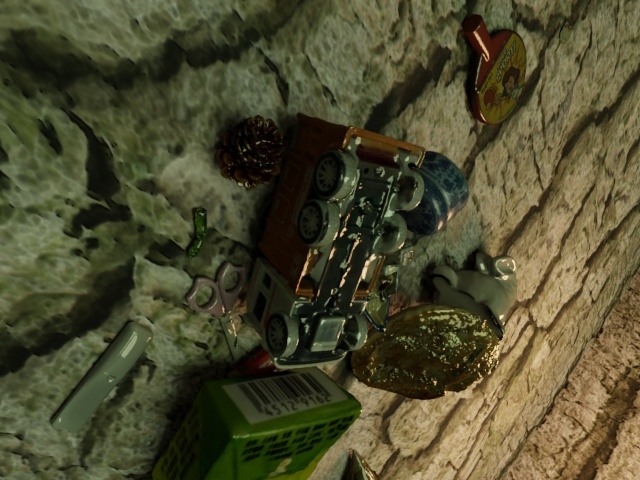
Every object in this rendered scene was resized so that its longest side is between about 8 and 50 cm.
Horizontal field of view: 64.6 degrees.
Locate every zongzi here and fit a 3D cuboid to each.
[{"bbox_3d":[0.064,0.667,1.354,0.189,0.081,0.178,-36,112,-7],"label":"zongzi"}]

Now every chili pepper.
[{"bbox_3d":[-0.187,-0.009,0.773,0.027,0.022,0.084,-39,144,-72],"label":"chili pepper"}]

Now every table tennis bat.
[{"bbox_3d":[0.383,-0.382,1.123,0.310,0.038,0.201,31,87,-51],"label":"table tennis bat"}]

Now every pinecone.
[{"bbox_3d":[-0.100,-0.133,0.735,0.102,0.102,0.109,-25,157,-33],"label":"pinecone"}]

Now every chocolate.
[{"bbox_3d":[-0.121,0.367,0.905,0.300,0.137,0.289,8,122,-45],"label":"chocolate"}]

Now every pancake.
[{"bbox_3d":[0.251,0.272,1.190,0.355,0.065,0.356,-1,132,-1],"label":"pancake"}]

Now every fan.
[{"bbox_3d":[0.624,-0.520,1.302,0.055,0.004,0.083,19,97,-48],"label":"fan"}]

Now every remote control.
[{"bbox_3d":[-0.319,0.205,0.750,0.184,0.027,0.050,-53,137,-8],"label":"remote control"}]

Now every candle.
[{"bbox_3d":[-0.119,0.236,0.944,0.130,0.052,0.052,-35,131,-27],"label":"candle"}]

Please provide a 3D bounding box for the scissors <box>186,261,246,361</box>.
[{"bbox_3d":[-0.162,0.135,0.872,0.110,0.021,0.212,-28,127,-29],"label":"scissors"}]

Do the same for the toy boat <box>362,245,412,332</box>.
[{"bbox_3d":[0.128,0.067,1.047,0.114,0.115,0.262,-15,121,-38],"label":"toy boat"}]

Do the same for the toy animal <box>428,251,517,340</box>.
[{"bbox_3d":[0.429,0.140,1.354,0.357,0.193,0.258,-29,106,-50],"label":"toy animal"}]

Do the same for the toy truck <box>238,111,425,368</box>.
[{"bbox_3d":[0.000,0.000,0.823,0.173,0.207,0.388,6,111,-38],"label":"toy truck"}]

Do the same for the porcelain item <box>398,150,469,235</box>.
[{"bbox_3d":[0.209,-0.092,1.019,0.114,0.147,0.147,-39,133,-22],"label":"porcelain item"}]
